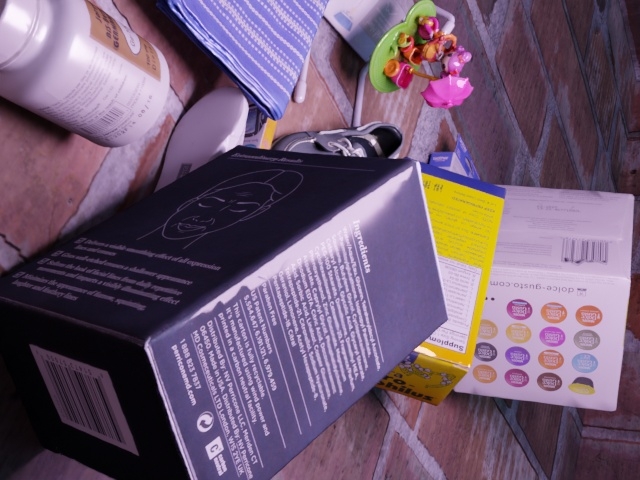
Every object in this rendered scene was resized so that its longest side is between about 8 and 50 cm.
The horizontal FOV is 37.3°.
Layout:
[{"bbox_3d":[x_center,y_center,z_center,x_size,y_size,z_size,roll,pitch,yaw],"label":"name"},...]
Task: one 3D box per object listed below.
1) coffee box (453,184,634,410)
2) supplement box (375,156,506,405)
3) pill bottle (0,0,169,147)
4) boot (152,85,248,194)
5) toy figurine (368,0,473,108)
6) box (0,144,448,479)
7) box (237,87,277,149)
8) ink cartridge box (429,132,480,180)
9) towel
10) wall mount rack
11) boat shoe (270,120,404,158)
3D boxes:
[{"bbox_3d":[0.472,0.112,2.004,0.338,0.337,0.334,-62,152,-54],"label":"coffee box"},{"bbox_3d":[0.174,0.071,1.641,0.195,0.194,0.357,109,-1,-61],"label":"supplement box"},{"bbox_3d":[-0.274,-0.193,0.983,0.229,0.131,0.131,28,65,-57],"label":"pill bottle"},{"bbox_3d":[-0.149,-0.071,1.263,0.258,0.095,0.123,-67,150,-22],"label":"boot"},{"bbox_3d":[0.190,-0.289,1.559,0.130,0.159,0.173,16,108,-52],"label":"toy figurine"},{"bbox_3d":[-0.102,0.071,1.031,0.395,0.293,0.212,-35,121,-38],"label":"box"},{"bbox_3d":[-0.104,-0.156,1.336,0.028,0.081,0.136,44,53,-52],"label":"box"},{"bbox_3d":[0.269,-0.052,2.020,0.186,0.065,0.311,50,50,-50],"label":"ink cartridge box"},{"bbox_3d":[-0.081,-0.356,1.295,0.243,0.040,0.336,44,50,-33],"label":"towel"},{"bbox_3d":[0.073,-0.335,1.627,0.304,0.130,0.350,-49,144,4],"label":"wall mount rack"},{"bbox_3d":[0.029,-0.140,1.513,0.319,0.099,0.116,-17,79,-56],"label":"boat shoe"}]
